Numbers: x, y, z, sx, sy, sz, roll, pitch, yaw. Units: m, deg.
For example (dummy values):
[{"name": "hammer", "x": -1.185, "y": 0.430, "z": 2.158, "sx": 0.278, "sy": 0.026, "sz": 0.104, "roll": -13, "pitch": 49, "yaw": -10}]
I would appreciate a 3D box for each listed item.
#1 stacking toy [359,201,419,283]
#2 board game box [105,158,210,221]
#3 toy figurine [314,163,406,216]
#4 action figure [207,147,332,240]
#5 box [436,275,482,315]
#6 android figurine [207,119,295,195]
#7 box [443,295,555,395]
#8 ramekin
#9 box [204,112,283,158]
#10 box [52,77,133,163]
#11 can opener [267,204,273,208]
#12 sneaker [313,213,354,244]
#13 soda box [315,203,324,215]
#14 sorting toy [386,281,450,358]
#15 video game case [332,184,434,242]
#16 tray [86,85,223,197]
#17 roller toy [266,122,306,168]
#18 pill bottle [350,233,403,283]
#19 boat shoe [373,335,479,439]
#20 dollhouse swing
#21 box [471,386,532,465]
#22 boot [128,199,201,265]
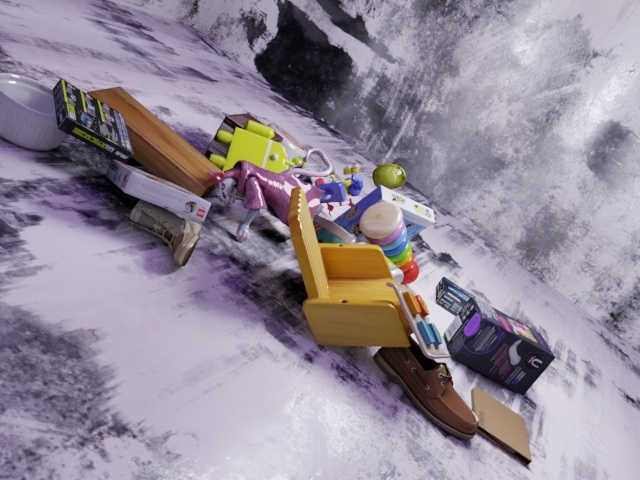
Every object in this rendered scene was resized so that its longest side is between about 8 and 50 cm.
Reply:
[{"name": "stacking toy", "x": 0.240, "y": 0.029, "z": 2.094, "sx": 0.141, "sy": 0.141, "sz": 0.330, "roll": 54, "pitch": -4, "yaw": 46}, {"name": "board game box", "x": -0.401, "y": -0.125, "z": 1.551, "sx": 0.193, "sy": 0.053, "sz": 0.305, "roll": 23, "pitch": 1, "yaw": -29}, {"name": "toy figurine", "x": 0.092, "y": -0.149, "z": 2.182, "sx": 0.362, "sy": 0.191, "sz": 0.217, "roll": 1, "pitch": 16, "yaw": 36}, {"name": "action figure", "x": -0.147, "y": -0.152, "z": 1.835, "sx": 0.370, "sy": 0.276, "sz": 0.248, "roll": 18, "pitch": 27, "yaw": -43}, {"name": "box", "x": 0.514, "y": 0.231, "z": 2.279, "sx": 0.220, "sy": 0.051, "sz": 0.175, "roll": 34, "pitch": 19, "yaw": 1}, {"name": "android figurine", "x": -0.217, "y": -0.256, "z": 2.050, "sx": 0.272, "sy": 0.248, "sz": 0.056, "roll": 20, "pitch": -13, "yaw": -15}, {"name": "box", "x": 0.535, "y": 0.317, "z": 1.933, "sx": 0.270, "sy": 0.165, "sz": 0.143, "roll": 29, "pitch": 19, "yaw": -12}, {"name": "ramekin", "x": -0.712, "y": -0.309, "z": 1.568, "sx": 0.207, "sy": 0.109, "sz": 0.207, "roll": 29, "pitch": 20, "yaw": -12}, {"name": "box", "x": -0.263, "y": -0.327, "z": 2.223, "sx": 0.167, "sy": 0.168, "sz": 0.203, "roll": 35, "pitch": 20, "yaw": 5}, {"name": "box", "x": -0.558, "y": -0.292, "z": 1.566, "sx": 0.184, "sy": 0.045, "sz": 0.191, "roll": 26, "pitch": 25, "yaw": -42}, {"name": "can opener", "x": -0.154, "y": -0.128, "z": 2.098, "sx": 0.186, "sy": 0.059, "sz": 0.073, "roll": 30, "pitch": 44, "yaw": 21}, {"name": "sneaker", "x": 0.000, "y": 0.000, "z": 1.964, "sx": 0.108, "sy": 0.121, "sz": 0.302, "roll": 38, "pitch": -4, "yaw": -15}, {"name": "soda box", "x": -0.113, "y": -0.160, "z": 2.171, "sx": 0.263, "sy": 0.092, "sz": 0.083, "roll": 45, "pitch": 20, "yaw": 30}, {"name": "sorting toy", "x": 0.244, "y": 0.191, "z": 1.546, "sx": 0.208, "sy": 0.038, "sz": 0.193, "roll": 62, "pitch": 15, "yaw": 19}, {"name": "video game case", "x": 0.207, "y": -0.059, "z": 2.184, "sx": 0.244, "sy": 0.269, "sz": 0.061, "roll": 21, "pitch": 50, "yaw": -32}, {"name": "tray", "x": -0.475, "y": -0.279, "z": 1.841, "sx": 0.411, "sy": 0.076, "sz": 0.203, "roll": 39, "pitch": 19, "yaw": -5}, {"name": "roller toy", "x": -0.164, "y": -0.340, "z": 2.444, "sx": 0.191, "sy": 0.146, "sz": 0.209, "roll": 35, "pitch": 14, "yaw": -29}, {"name": "pill bottle", "x": 0.145, "y": 0.076, "z": 1.973, "sx": 0.208, "sy": 0.118, "sz": 0.117, "roll": 44, "pitch": 22, "yaw": 27}, {"name": "boat shoe", "x": 0.267, "y": 0.342, "z": 1.543, "sx": 0.307, "sy": 0.104, "sz": 0.110, "roll": 40, "pitch": 20, "yaw": 18}, {"name": "dollhouse swing", "x": 0.078, "y": 0.044, "z": 1.605, "sx": 0.315, "sy": 0.305, "sz": 0.347, "roll": 1, "pitch": 22, "yaw": 0}, {"name": "box", "x": 0.467, "y": 0.477, "z": 1.662, "sx": 0.164, "sy": 0.021, "sz": 0.201, "roll": 34, "pitch": 19, "yaw": 1}, {"name": "boot", "x": -0.364, "y": -0.024, "z": 1.477, "sx": 0.165, "sy": 0.077, "sz": 0.213, "roll": 29, "pitch": 13, "yaw": -15}]
